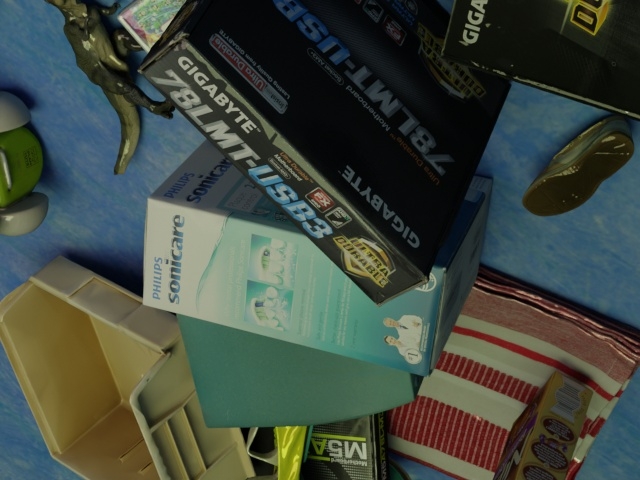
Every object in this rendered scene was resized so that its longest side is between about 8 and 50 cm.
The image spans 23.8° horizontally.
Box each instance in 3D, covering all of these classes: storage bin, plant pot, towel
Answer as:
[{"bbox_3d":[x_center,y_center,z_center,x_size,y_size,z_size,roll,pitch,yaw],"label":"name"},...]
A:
[{"bbox_3d":[-0.230,0.179,1.771,0.262,0.123,0.260,24,142,40],"label":"storage bin"},{"bbox_3d":[-0.004,0.097,1.631,0.234,0.165,0.166,2,124,19],"label":"plant pot"},{"bbox_3d":[0.202,0.174,1.706,0.237,0.037,0.329,22,135,5],"label":"towel"}]

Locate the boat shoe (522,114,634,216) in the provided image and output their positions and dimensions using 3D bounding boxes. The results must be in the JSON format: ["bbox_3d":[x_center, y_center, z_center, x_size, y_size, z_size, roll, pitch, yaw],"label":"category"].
[{"bbox_3d":[0.249,-0.071,1.460,0.050,0.045,0.135,37,130,-21],"label":"boat shoe"}]

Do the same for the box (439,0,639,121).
[{"bbox_3d":[0.258,-0.258,1.269,0.257,0.079,0.322,18,134,6],"label":"box"}]

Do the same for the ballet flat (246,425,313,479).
[{"bbox_3d":[-0.048,0.260,1.739,0.077,0.077,0.231,2,102,-8],"label":"ballet flat"}]

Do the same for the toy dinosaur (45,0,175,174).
[{"bbox_3d":[-0.203,-0.176,1.561,0.118,0.064,0.268,4,133,26],"label":"toy dinosaur"}]

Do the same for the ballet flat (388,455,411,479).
[{"bbox_3d":[0.019,0.280,1.859,0.221,0.077,0.079,14,166,22],"label":"ballet flat"}]

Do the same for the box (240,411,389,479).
[{"bbox_3d":[-0.014,0.228,1.787,0.190,0.045,0.184,4,102,25],"label":"box"}]

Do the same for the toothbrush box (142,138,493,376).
[{"bbox_3d":[0.000,0.000,1.501,0.295,0.216,0.126,13,119,14],"label":"toothbrush box"}]

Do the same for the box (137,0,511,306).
[{"bbox_3d":[0.017,-0.142,1.325,0.295,0.293,0.073,44,132,-16],"label":"box"}]

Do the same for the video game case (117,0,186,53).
[{"bbox_3d":[-0.095,-0.202,1.486,0.143,0.019,0.157,-33,112,21],"label":"video game case"}]

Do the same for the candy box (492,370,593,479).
[{"bbox_3d":[0.222,0.239,1.596,0.053,0.187,0.109,28,135,0],"label":"candy box"}]

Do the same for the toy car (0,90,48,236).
[{"bbox_3d":[-0.393,-0.073,1.662,0.136,0.182,0.159,8,117,39],"label":"toy car"}]
